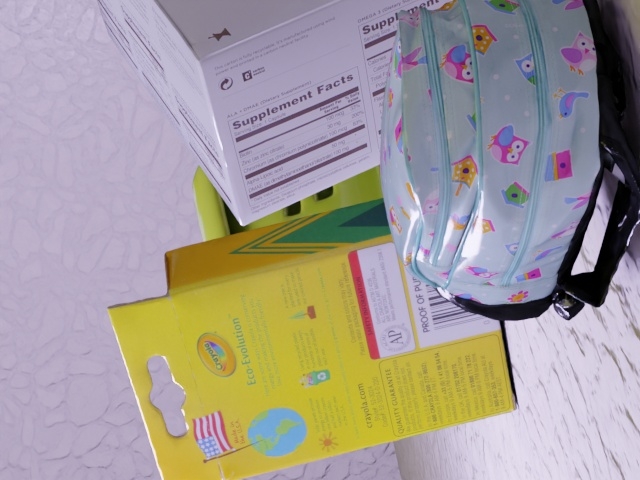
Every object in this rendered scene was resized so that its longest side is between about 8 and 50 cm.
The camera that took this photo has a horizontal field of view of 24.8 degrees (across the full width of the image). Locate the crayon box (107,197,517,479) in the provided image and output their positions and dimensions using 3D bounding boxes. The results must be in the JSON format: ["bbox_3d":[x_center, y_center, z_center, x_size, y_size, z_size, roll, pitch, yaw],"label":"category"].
[{"bbox_3d":[-0.006,0.084,1.254,0.081,0.319,0.202,-107,4,-63],"label":"crayon box"}]

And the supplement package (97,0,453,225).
[{"bbox_3d":[-0.030,-0.174,1.007,0.262,0.204,0.145,53,163,42],"label":"supplement package"}]

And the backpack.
[{"bbox_3d":[0.086,-0.045,0.706,0.182,0.115,0.152,90,170,-71],"label":"backpack"}]

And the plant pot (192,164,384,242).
[{"bbox_3d":[0.000,0.000,1.511,0.228,0.207,0.227,42,-150,-63],"label":"plant pot"}]
